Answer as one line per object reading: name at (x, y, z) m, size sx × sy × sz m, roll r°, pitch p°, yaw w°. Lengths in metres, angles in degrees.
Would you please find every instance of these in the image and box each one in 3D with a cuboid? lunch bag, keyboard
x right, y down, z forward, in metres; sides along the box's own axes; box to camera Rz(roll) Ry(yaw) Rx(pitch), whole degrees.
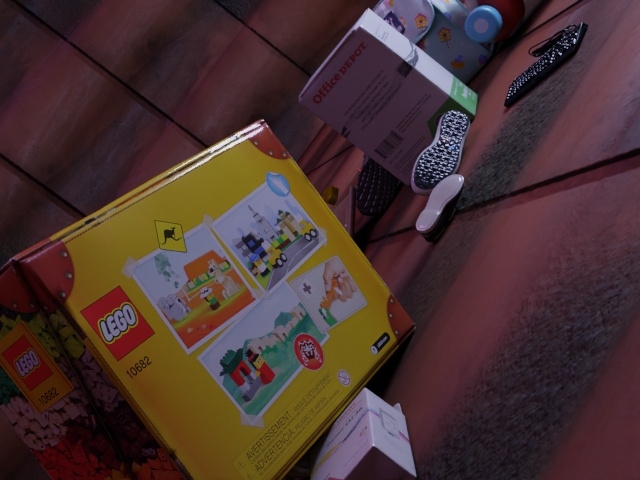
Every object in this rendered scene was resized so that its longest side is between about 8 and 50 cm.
lunch bag at (0.222, -0.436, 2.233) m, size 0.223 × 0.262 × 0.160 m, roll -45°, pitch 12°, yaw 35°
keyboard at (0.375, -0.311, 1.737) m, size 0.192 × 0.038 × 0.100 m, roll -39°, pitch 16°, yaw 51°

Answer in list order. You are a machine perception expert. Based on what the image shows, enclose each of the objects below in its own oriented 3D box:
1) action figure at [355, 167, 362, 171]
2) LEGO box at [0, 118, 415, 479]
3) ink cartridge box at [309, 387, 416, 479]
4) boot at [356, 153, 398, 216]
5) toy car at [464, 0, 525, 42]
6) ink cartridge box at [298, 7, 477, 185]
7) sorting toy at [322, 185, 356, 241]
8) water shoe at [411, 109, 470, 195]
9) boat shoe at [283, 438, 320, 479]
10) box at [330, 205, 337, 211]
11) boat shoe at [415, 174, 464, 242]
action figure at (0.132, -0.223, 2.598) m, size 0.115 × 0.030 × 0.038 m, roll -51°, pitch 5°, yaw 2°
LEGO box at (-0.147, 0.110, 1.293) m, size 0.193 × 0.372 × 0.500 m, roll -35°, pitch 2°, yaw 38°
ink cartridge box at (0.045, 0.254, 1.195) m, size 0.115 × 0.067 × 0.198 m, roll -51°, pitch 9°, yaw 11°
boot at (0.124, -0.133, 2.194) m, size 0.161 × 0.083 × 0.247 m, roll 96°, pitch -176°, yaw -63°
toy car at (0.411, -0.533, 2.075) m, size 0.238 × 0.210 × 0.219 m, roll -15°, pitch 13°, yaw 26°
ink cartridge box at (0.135, -0.284, 2.018) m, size 0.211 × 0.289 × 0.121 m, roll -47°, pitch 12°, yaw 31°
sorting toy at (0.020, -0.007, 2.167) m, size 0.229 × 0.041 × 0.307 m, roll -50°, pitch 23°, yaw 37°
water shoe at (0.221, -0.143, 1.837) m, size 0.203 × 0.073 × 0.080 m, roll -59°, pitch -15°, yaw -31°
boat shoe at (-0.034, 0.307, 1.427) m, size 0.190 × 0.068 × 0.072 m, roll -59°, pitch -6°, yaw -84°
box at (0.000, 0.000, 2.325) m, size 0.169 × 0.059 × 0.054 m, roll -46°, pitch 13°, yaw 33°
boat shoe at (0.198, -0.052, 1.646) m, size 0.046 × 0.038 × 0.125 m, roll 10°, pitch 57°, yaw 39°
